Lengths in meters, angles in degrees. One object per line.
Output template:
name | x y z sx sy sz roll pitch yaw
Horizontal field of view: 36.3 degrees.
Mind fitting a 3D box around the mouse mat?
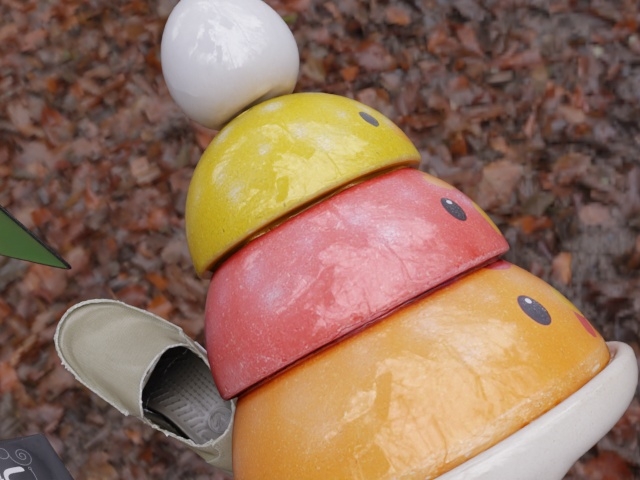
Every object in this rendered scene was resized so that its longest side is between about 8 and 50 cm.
mouse mat | -0.331 -0.026 0.904 0.189 0.153 0.007 10 61 39

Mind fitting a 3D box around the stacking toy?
stacking toy | 0.000 0.000 0.803 0.350 0.350 0.480 -28 85 -9

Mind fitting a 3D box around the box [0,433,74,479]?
box | -0.141 0.132 0.407 0.083 0.052 0.062 -48 67 17

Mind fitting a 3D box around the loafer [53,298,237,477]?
loafer | -0.152 0.124 0.922 0.268 0.092 0.102 26 73 23
